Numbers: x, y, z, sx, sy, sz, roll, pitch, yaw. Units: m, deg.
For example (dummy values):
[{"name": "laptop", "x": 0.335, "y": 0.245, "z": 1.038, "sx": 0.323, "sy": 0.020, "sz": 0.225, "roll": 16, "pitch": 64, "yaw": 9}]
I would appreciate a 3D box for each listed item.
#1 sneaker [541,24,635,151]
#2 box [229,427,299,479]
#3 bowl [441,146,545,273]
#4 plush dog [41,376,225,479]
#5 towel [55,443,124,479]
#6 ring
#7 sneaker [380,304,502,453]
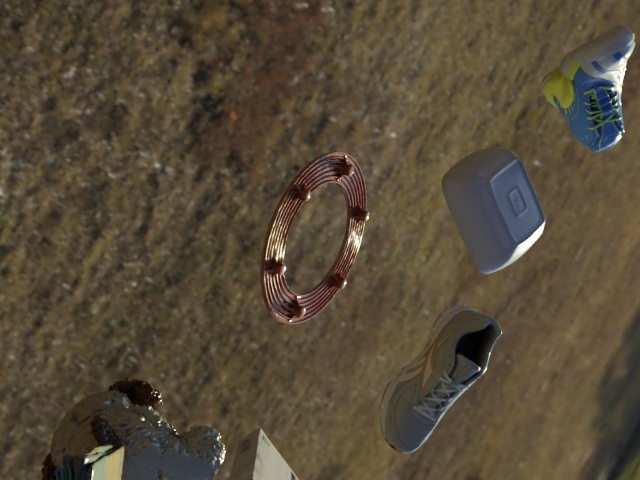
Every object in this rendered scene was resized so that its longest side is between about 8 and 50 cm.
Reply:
[{"name": "sneaker", "x": 0.355, "y": -0.184, "z": 1.408, "sx": 0.091, "sy": 0.126, "sz": 0.240, "roll": -29, "pitch": 178, "yaw": -2}, {"name": "box", "x": -0.039, "y": 0.498, "z": 1.932, "sx": 0.058, "sy": 0.322, "sz": 0.232, "roll": -35, "pitch": -171, "yaw": 7}, {"name": "bowl", "x": 0.221, "y": -0.042, "z": 1.384, "sx": 0.142, "sy": 0.053, "sz": 0.142, "roll": -34, "pitch": 103, "yaw": -49}, {"name": "plush dog", "x": -0.305, "y": 0.298, "z": 1.603, "sx": 0.262, "sy": 0.225, "sz": 0.210, "roll": -43, "pitch": 121, "yaw": -18}, {"name": "towel", "x": -0.259, "y": 0.363, "z": 1.241, "sx": 0.370, "sy": 0.040, "sz": 0.271, "roll": 123, "pitch": -29, "yaw": -81}, {"name": "ring", "x": 0.000, "y": 0.000, "z": 2.092, "sx": 0.336, "sy": 0.032, "sz": 0.336, "roll": -36, "pitch": 136, "yaw": -46}, {"name": "sneaker", "x": 0.189, "y": 0.217, "z": 1.762, "sx": 0.262, "sy": 0.099, "sz": 0.121, "roll": -60, "pitch": -161, "yaw": -10}]
